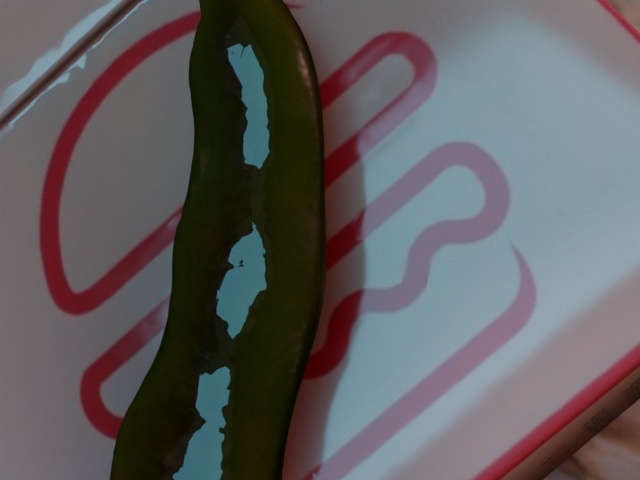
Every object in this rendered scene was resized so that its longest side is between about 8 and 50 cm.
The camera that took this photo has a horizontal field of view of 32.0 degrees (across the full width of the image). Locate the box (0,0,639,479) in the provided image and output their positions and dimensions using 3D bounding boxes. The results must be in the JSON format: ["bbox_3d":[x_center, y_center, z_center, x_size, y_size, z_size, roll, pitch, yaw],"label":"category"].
[{"bbox_3d":[0.000,0.000,0.536,0.312,0.314,0.300,-41,72,6],"label":"box"}]

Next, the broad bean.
[{"bbox_3d":[-0.030,0.019,0.356,0.065,0.046,0.255,3,81,22],"label":"broad bean"}]
